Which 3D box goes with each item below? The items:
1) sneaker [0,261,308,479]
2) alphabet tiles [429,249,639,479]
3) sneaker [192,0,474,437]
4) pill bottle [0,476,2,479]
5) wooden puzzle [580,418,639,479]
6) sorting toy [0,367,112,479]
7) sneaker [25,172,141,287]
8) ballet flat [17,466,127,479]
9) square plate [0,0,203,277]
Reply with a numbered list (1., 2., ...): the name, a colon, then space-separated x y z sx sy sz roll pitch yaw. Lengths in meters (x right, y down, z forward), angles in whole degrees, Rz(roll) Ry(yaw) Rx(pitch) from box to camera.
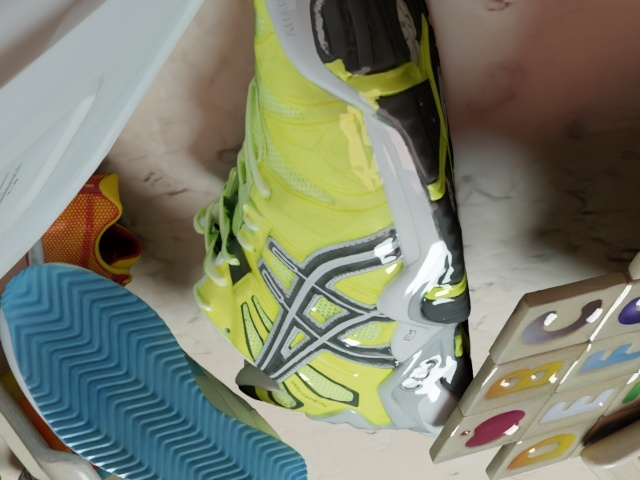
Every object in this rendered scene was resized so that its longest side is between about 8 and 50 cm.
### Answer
1. sneaker: -0.107 0.092 0.811 0.092 0.087 0.229 24 160 52
2. alphabet tiles: 0.234 0.044 0.787 0.342 0.011 0.285 -11 150 -22
3. sneaker: 0.000 0.000 0.718 0.147 0.145 0.385 -4 143 6
4. pill bottle: -0.286 0.199 1.021 0.117 0.117 0.215 2 145 -3
5. wooden puzzle: 0.297 0.129 0.910 0.221 0.044 0.238 -30 148 11
6. sorting toy: -0.160 0.137 0.901 0.047 0.196 0.348 -40 132 -16
7. sneaker: -0.138 0.026 0.826 0.067 0.064 0.175 -4 149 -12
8. ballet flat: -0.121 0.197 1.061 0.221 0.077 0.079 5 141 1
9. square plate: -0.142 -0.024 0.534 0.049 0.344 0.347 40 136 -2
